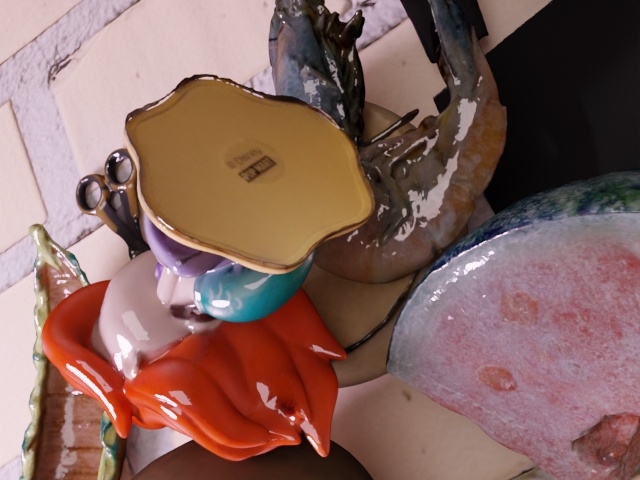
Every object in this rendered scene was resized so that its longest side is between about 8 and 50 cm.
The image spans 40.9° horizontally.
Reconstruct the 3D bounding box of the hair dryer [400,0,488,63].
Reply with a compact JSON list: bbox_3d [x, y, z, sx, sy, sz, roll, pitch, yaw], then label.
[{"bbox_3d":[-0.021,-0.276,0.811,0.359,0.120,0.304,-15,102,42],"label":"hair dryer"}]

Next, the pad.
[{"bbox_3d":[0.213,-0.122,0.675,0.243,0.004,0.164,-38,64,29],"label":"pad"}]

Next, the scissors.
[{"bbox_3d":[-0.184,0.007,0.867,0.088,0.017,0.220,-36,66,14],"label":"scissors"}]

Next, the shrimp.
[{"bbox_3d":[0.043,-0.116,0.646,0.178,0.075,0.289,-12,70,16],"label":"shrimp"}]

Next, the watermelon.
[{"bbox_3d":[0.205,0.053,0.563,0.318,0.148,0.226,-13,109,40],"label":"watermelon"}]

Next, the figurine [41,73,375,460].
[{"bbox_3d":[-0.075,0.047,0.585,0.181,0.208,0.257,-95,24,-43],"label":"figurine"}]

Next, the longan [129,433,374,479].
[{"bbox_3d":[-0.052,0.252,0.621,0.246,0.246,0.215,-33,105,16],"label":"longan"}]

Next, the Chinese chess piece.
[{"bbox_3d":[0.000,0.000,0.728,0.249,0.103,0.250,-7,74,25],"label":"Chinese chess piece"}]

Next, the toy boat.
[{"bbox_3d":[-0.237,0.133,0.820,0.108,0.099,0.293,-6,83,25],"label":"toy boat"}]
